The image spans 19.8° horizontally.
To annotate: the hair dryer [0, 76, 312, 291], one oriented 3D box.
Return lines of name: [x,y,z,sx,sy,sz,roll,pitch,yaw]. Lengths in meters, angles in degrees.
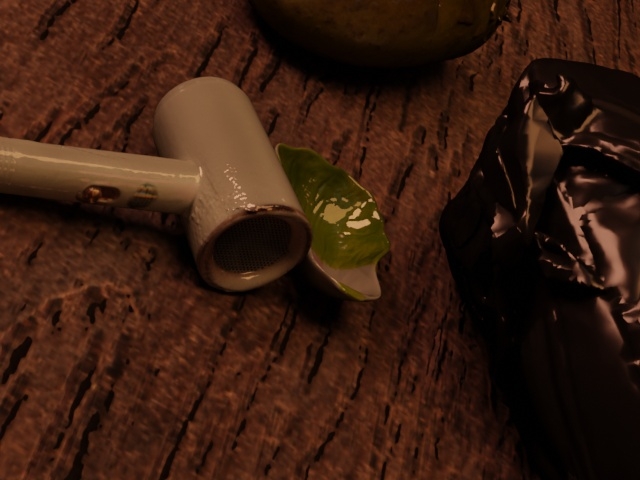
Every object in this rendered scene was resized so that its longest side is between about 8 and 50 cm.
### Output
hair dryer: [-0.130,-0.042,1.101,0.236,0.073,0.131,3,44,-30]

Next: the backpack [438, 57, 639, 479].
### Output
backpack: [0.268,0.081,1.161,0.363,0.255,0.446,11,44,-27]

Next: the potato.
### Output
potato: [0.045,-0.198,1.412,0.251,0.113,0.149,5,48,-44]

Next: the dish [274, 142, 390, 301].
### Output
dish: [0.000,0.000,1.183,0.091,0.039,0.137,29,31,-28]
